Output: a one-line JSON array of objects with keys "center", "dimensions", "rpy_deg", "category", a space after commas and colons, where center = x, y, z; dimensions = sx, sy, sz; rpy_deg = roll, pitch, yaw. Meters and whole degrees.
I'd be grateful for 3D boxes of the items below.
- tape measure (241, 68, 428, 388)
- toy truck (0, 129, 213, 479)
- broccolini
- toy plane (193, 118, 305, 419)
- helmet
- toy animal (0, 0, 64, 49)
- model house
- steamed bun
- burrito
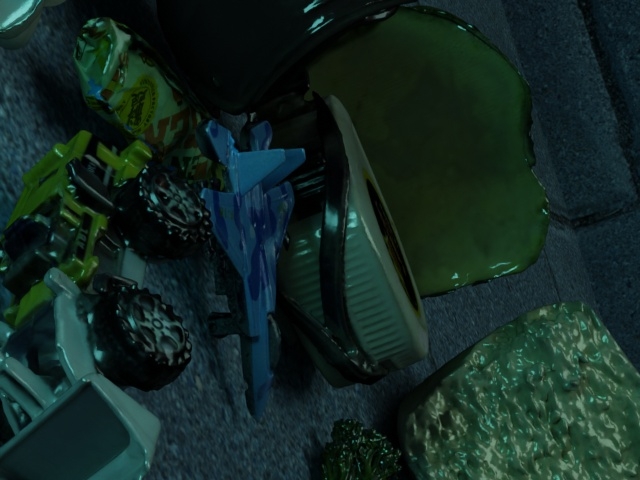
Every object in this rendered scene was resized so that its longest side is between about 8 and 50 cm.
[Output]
[{"center": [0.000, 0.000, 1.410], "dimensions": [0.231, 0.133, 0.271], "rpy_deg": [-92, 162, -66], "category": "tape measure"}, {"center": [-0.150, 0.047, 0.924], "dimensions": [0.111, 0.136, 0.286], "rpy_deg": [35, 31, -26], "category": "toy truck"}, {"center": [0.039, 0.313, 1.279], "dimensions": [0.079, 0.074, 0.392], "rpy_deg": [47, 26, -36], "category": "broccolini"}, {"center": [-0.063, 0.024, 1.250], "dimensions": [0.169, 0.078, 0.246], "rpy_deg": [-12, 108, -66], "category": "toy plane"}, {"center": [-0.044, -0.228, 1.276], "dimensions": [0.177, 0.225, 0.305], "rpy_deg": [55, -4, -11], "category": "helmet"}, {"center": [-0.219, -0.173, 1.041], "dimensions": [0.071, 0.085, 0.124], "rpy_deg": [36, -8, -8], "category": "toy animal"}, {"center": [0.120, -0.094, 1.659], "dimensions": [0.266, 0.261, 0.321], "rpy_deg": [-18, 94, -77], "category": "model house"}, {"center": [0.200, 0.240, 1.627], "dimensions": [0.272, 0.273, 0.290], "rpy_deg": [-18, 84, -29], "category": "steamed bun"}, {"center": [-0.130, -0.076, 1.210], "dimensions": [0.288, 0.054, 0.104], "rpy_deg": [49, 55, -66], "category": "burrito"}]
